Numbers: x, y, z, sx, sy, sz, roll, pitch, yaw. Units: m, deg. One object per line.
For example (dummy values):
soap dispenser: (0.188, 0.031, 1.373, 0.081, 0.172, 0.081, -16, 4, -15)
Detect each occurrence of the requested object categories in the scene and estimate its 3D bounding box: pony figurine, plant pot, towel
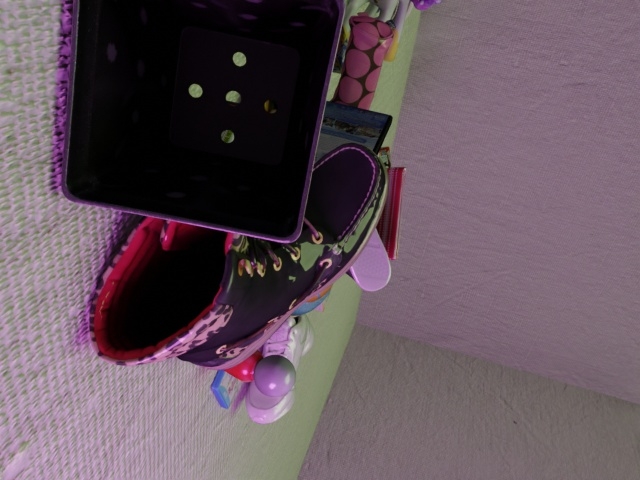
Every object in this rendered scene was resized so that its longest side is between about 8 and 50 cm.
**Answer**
pony figurine: (0.167, -0.542, 1.095, 0.351, 0.303, 0.363, -52, 171, -46)
plant pot: (-0.091, -0.123, 0.463, 0.167, 0.188, 0.187, -92, -167, -74)
towel: (0.065, -0.053, 1.153, 0.031, 0.275, 0.198, 13, 81, -45)

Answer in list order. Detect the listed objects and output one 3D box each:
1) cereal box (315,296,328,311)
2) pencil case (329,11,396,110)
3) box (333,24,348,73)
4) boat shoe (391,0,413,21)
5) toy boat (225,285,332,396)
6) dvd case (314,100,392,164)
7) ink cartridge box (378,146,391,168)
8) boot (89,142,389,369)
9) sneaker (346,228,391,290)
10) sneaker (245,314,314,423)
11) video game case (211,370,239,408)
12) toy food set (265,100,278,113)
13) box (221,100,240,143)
cereal box: (0.015, 0.096, 1.677, 0.240, 0.048, 0.172, 90, 18, -54)
pencil case: (0.068, -0.312, 0.990, 0.098, 0.095, 0.209, 61, -34, 35)
box: (0.014, -0.370, 0.985, 0.169, 0.054, 0.059, 7, 98, -80)
boat shoe: (0.201, -0.723, 1.380, 0.324, 0.097, 0.116, 96, -28, -54)
toy boat: (-0.059, 0.099, 0.904, 0.318, 0.148, 0.267, -66, 151, -16)
dvd case: (0.011, -0.168, 0.893, 0.253, 0.181, 0.022, -64, 166, -47)
ink cartridge box: (0.148, -0.141, 1.604, 0.309, 0.130, 0.271, -42, 126, -72)
boot: (-0.070, 0.006, 0.617, 0.377, 0.138, 0.284, -45, 165, 1)
sneaker: (0.043, -0.052, 1.008, 0.147, 0.105, 0.295, -170, -117, -72)
sneaker: (-0.102, 0.259, 1.184, 0.305, 0.114, 0.152, -70, 156, -48)
video game case: (-0.159, 0.226, 1.011, 0.119, 0.015, 0.166, 90, 18, -56)
toy food set: (-0.045, -0.172, 0.769, 0.128, 0.071, 0.217, 86, 7, -51)
box: (-0.118, -0.082, 0.733, 0.207, 0.036, 0.114, 83, 24, -65)
